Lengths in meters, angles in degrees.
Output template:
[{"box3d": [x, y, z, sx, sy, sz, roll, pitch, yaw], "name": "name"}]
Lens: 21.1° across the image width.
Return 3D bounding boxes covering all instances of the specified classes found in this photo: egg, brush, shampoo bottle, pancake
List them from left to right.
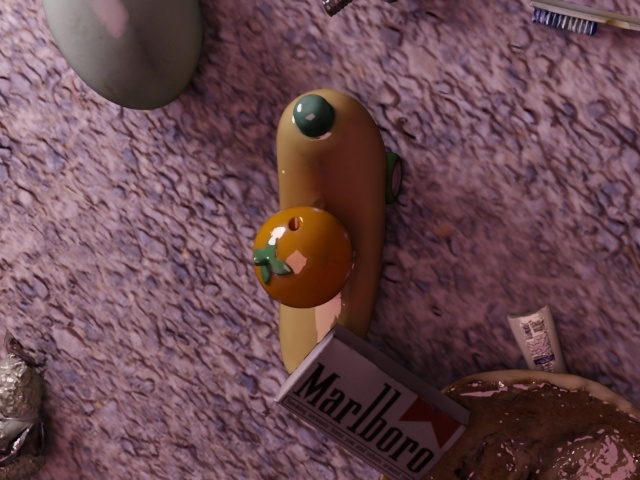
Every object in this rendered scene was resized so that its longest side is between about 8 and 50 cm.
[{"box3d": [-0.219, -0.256, 1.911, 0.168, 0.168, 0.231, -21, 92, 19], "name": "egg"}, {"box3d": [0.238, 0.317, 1.884, 0.386, 0.082, 0.387, 5, 106, 17], "name": "pancake"}, {"box3d": [0.248, 0.142, 1.885, 0.049, 0.034, 0.141, -18, 92, 8], "name": "shampoo bottle"}, {"box3d": [0.306, -0.227, 1.819, 0.178, 0.033, 0.030, 14, 107, 16], "name": "brush"}]

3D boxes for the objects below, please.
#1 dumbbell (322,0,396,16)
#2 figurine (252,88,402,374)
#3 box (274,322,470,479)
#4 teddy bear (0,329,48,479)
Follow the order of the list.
[{"box3d": [0.104, -0.323, 1.847, 0.254, 0.081, 0.082, -36, 86, 18], "name": "dumbbell"}, {"box3d": [0.000, 0.000, 1.847, 0.124, 0.222, 0.325, 7, 98, 14], "name": "figurine"}, {"box3d": [0.054, 0.177, 1.822, 0.177, 0.036, 0.115, 34, 119, -8], "name": "box"}, {"box3d": [-0.370, 0.227, 2.051, 0.111, 0.133, 0.213, 25, 91, -7], "name": "teddy bear"}]
